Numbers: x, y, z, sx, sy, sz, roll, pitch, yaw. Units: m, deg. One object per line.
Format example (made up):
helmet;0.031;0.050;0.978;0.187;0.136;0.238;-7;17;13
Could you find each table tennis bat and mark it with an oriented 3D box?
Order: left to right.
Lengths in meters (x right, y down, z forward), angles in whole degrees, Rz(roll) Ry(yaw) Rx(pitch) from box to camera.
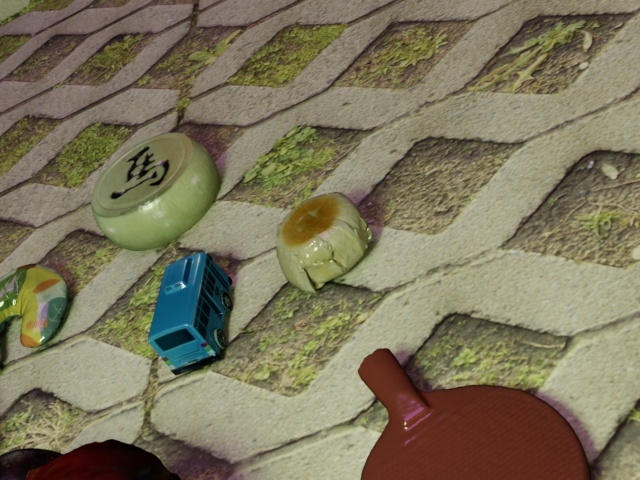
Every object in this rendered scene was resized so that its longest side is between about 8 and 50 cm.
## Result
table tennis bat;0.148;0.255;1.280;0.268;0.051;0.414;-35;35;-4

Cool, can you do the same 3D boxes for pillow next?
pillow;-0.560;0.144;1.988;0.233;0.086;0.214;-28;45;4

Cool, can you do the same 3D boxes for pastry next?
pastry;0.000;0.000;1.688;0.166;0.088;0.166;-25;32;17

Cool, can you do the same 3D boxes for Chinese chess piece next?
Chinese chess piece;-0.312;-0.094;2.052;0.250;0.101;0.250;-21;37;17

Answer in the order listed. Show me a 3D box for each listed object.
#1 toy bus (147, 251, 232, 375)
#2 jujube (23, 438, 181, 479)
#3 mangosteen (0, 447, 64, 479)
toy bus;-0.202;0.107;1.702;0.090;0.106;0.184;-23;35;20
jujube;-0.305;0.404;1.280;0.377;0.258;0.258;-41;34;-7
mangosteen;-0.398;0.373;1.484;0.194;0.194;0.230;-42;9;-12
